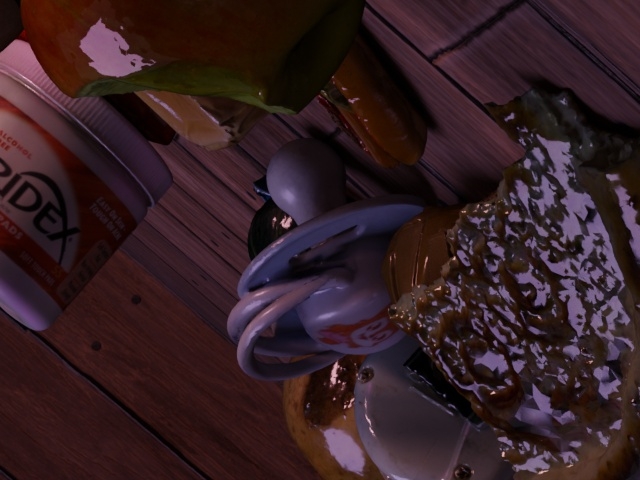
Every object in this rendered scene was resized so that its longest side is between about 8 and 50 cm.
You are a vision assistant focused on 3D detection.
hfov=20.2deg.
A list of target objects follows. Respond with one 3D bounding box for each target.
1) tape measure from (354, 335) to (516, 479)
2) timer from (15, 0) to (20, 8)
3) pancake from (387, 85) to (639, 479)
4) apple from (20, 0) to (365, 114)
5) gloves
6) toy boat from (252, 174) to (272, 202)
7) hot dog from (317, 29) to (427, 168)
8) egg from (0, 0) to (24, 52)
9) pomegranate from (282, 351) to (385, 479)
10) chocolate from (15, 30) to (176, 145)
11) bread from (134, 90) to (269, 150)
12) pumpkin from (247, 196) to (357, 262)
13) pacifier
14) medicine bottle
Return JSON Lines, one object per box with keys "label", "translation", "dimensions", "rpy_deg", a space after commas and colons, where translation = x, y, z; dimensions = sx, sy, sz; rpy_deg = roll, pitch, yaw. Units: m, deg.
{"label": "tape measure", "translation": [0.155, 0.183, 1.921], "dimensions": [0.246, 0.243, 0.125], "rpy_deg": [34, 165, 26]}
{"label": "timer", "translation": [-0.179, -0.236, 1.627], "dimensions": [0.144, 0.187, 0.055], "rpy_deg": [74, -177, -69]}
{"label": "pancake", "translation": [0.194, 0.076, 1.427], "dimensions": [0.305, 0.067, 0.427], "rpy_deg": [42, 145, 15]}
{"label": "apple", "translation": [-0.087, -0.186, 1.305], "dimensions": [0.226, 0.246, 0.246], "rpy_deg": [33, 168, 7]}
{"label": "gloves", "translation": [0.136, 0.035, 1.654], "dimensions": [0.154, 0.141, 0.331], "rpy_deg": [63, 161, 4]}
{"label": "toy boat", "translation": [-0.050, -0.031, 2.221], "dimensions": [0.060, 0.061, 0.137], "rpy_deg": [33, 167, 30]}
{"label": "hot dog", "translation": [0.015, -0.149, 1.571], "dimensions": [0.236, 0.062, 0.092], "rpy_deg": [49, 169, -34]}
{"label": "egg", "translation": [-0.392, -0.305, 1.675], "dimensions": [0.301, 0.301, 0.374], "rpy_deg": [39, 157, 5]}
{"label": "pomegranate", "translation": [0.086, 0.191, 2.152], "dimensions": [0.281, 0.281, 0.281], "rpy_deg": [38, 168, 9]}
{"label": "chocolate", "translation": [-0.268, -0.230, 2.055], "dimensions": [0.237, 0.108, 0.235], "rpy_deg": [44, 167, -27]}
{"label": "bread", "translation": [-0.151, -0.202, 1.785], "dimensions": [0.241, 0.107, 0.136], "rpy_deg": [43, 166, -14]}
{"label": "pumpkin", "translation": [-0.004, 0.008, 2.064], "dimensions": [0.167, 0.125, 0.167], "rpy_deg": [15, 169, 3]}
{"label": "pacifier", "translation": [0.000, 0.000, 1.883], "dimensions": [0.299, 0.244, 0.233], "rpy_deg": [56, -167, -65]}
{"label": "medicine bottle", "translation": [-0.337, -0.061, 2.047], "dimensions": [0.252, 0.241, 0.252], "rpy_deg": [38, 169, 9]}
